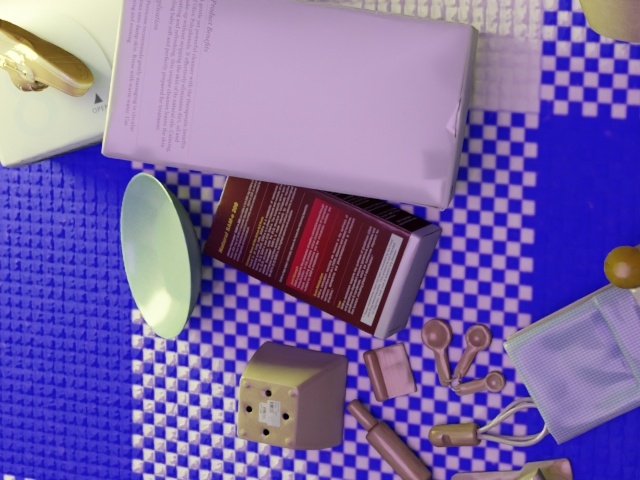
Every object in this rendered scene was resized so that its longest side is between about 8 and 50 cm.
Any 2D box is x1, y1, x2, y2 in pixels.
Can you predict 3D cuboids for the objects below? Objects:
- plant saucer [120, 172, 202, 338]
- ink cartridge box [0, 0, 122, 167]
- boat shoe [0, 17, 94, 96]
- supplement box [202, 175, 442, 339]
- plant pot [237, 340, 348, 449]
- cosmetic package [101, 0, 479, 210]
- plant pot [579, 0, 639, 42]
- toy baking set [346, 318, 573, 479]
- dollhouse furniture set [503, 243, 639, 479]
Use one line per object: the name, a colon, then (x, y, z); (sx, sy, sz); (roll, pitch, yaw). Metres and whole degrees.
plant saucer: (-0.176, 0.015, 2.022); (0.195, 0.037, 0.195); (30, 126, 54)
ink cartridge box: (-0.278, -0.307, 2.019); (0.308, 0.091, 0.385); (-16, 94, 26)
boat shoe: (-0.326, -0.196, 1.984); (0.170, 0.063, 0.059); (32, 111, 28)
supplement box: (0.000, 0.000, 1.954); (0.239, 0.073, 0.130); (26, 109, 18)
plant pot: (-0.041, 0.184, 1.991); (0.109, 0.096, 0.109); (9, 103, 24)
cosmetic package: (-0.028, -0.156, 1.838); (0.365, 0.155, 0.197); (10, 97, 5)
plant pot: (0.320, -0.338, 1.676); (0.256, 0.256, 0.274); (7, 118, 23)
toy baking set: (0.151, 0.204, 1.944); (0.197, 0.030, 0.256); (-43, 81, 24)
dollhouse furniture set: (0.268, 0.194, 1.780); (0.286, 0.198, 0.303); (-28, 88, 19)
